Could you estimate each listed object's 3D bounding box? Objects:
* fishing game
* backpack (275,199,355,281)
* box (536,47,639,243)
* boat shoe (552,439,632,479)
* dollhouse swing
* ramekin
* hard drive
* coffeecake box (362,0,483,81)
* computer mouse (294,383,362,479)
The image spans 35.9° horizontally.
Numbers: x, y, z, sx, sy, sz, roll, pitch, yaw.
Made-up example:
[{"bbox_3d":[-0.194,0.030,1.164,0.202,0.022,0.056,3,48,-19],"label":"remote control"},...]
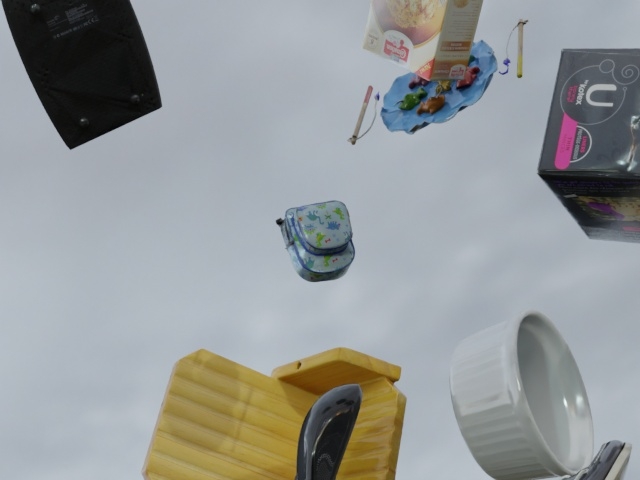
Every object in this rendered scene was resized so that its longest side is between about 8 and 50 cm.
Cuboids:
[{"bbox_3d":[0.154,-0.216,1.347,0.264,0.189,0.041,-17,-53,32],"label":"fishing game"},{"bbox_3d":[0.000,0.000,1.489,0.105,0.114,0.084,-10,-19,-18],"label":"backpack"},{"bbox_3d":[0.384,-0.108,1.228,0.143,0.165,0.270,7,-15,30],"label":"box"},{"bbox_3d":[0.215,0.221,0.847,0.206,0.065,0.075,-30,-47,-53],"label":"boat shoe"},{"bbox_3d":[-0.078,0.335,1.711,0.305,0.347,0.315,36,-40,-29],"label":"dollhouse swing"},{"bbox_3d":[0.325,0.261,1.609,0.135,0.277,0.277,-23,-32,30],"label":"ramekin"},{"bbox_3d":[-0.336,-0.268,1.396,0.172,0.054,0.255,-28,-47,-14],"label":"hard drive"},{"bbox_3d":[0.137,-0.315,1.269,0.068,0.142,0.186,-9,-60,-37],"label":"coffeecake box"},{"bbox_3d":[-0.009,0.341,1.528,0.072,0.272,0.188,21,-19,-2],"label":"computer mouse"}]
